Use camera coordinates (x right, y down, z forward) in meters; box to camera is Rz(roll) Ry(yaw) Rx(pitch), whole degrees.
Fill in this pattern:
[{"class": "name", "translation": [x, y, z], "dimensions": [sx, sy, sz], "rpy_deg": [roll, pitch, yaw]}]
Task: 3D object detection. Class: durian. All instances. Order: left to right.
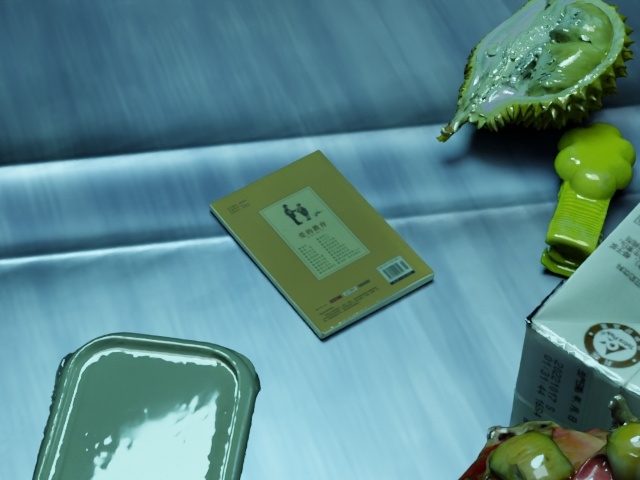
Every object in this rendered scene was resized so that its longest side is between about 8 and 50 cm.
[{"class": "durian", "translation": [0.195, -0.137, 1.402], "dimensions": [0.208, 0.102, 0.146], "rpy_deg": [-34, 38, -14]}]

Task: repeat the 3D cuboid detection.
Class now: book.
[{"class": "book", "translation": [0.000, 0.000, 1.333], "dimensions": [0.118, 0.012, 0.172], "rpy_deg": [-27, 56, -23]}]

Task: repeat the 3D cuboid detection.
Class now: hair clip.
[{"class": "hair clip", "translation": [0.229, -0.045, 1.359], "dimensions": [0.072, 0.046, 0.173], "rpy_deg": [19, 49, 9]}]

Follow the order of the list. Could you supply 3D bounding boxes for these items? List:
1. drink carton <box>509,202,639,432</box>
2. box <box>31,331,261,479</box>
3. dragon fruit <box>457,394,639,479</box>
[{"class": "drink carton", "translation": [0.285, 0.054, 1.179], "dimensions": [0.132, 0.194, 0.324], "rpy_deg": [33, 56, 26]}, {"class": "box", "translation": [-0.124, 0.214, 1.036], "dimensions": [0.138, 0.178, 0.274], "rpy_deg": [8, 49, 4]}, {"class": "dragon fruit", "translation": [0.159, 0.214, 0.918], "dimensions": [0.250, 0.291, 0.269], "rpy_deg": [-8, 50, -6]}]
